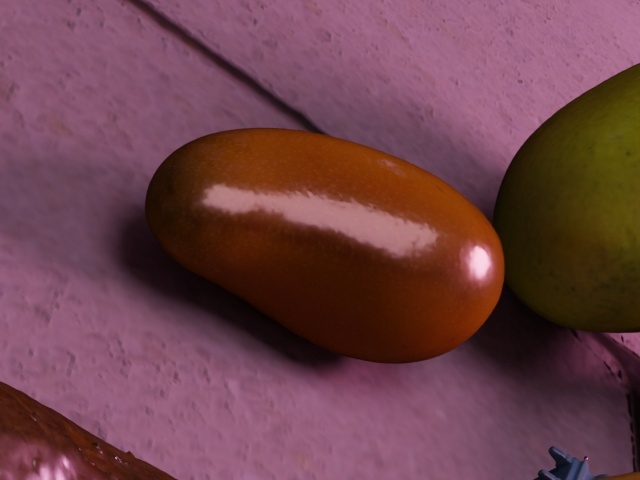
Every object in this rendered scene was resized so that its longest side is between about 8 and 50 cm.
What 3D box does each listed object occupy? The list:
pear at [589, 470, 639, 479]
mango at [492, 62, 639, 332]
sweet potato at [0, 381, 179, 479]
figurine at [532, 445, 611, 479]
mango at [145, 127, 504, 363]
[{"bbox_3d":[0.114,0.203,0.581,0.280,0.281,0.281,32,32,-23],"label":"pear"},{"bbox_3d":[0.191,-0.025,1.046,0.273,0.185,0.149,-17,89,-38],"label":"mango"},{"bbox_3d":[-0.096,0.112,0.626,0.286,0.085,0.112,35,63,-38],"label":"sweet potato"},{"bbox_3d":[0.124,0.161,0.848,0.140,0.068,0.075,52,26,-1],"label":"figurine"},{"bbox_3d":[0.000,0.000,0.875,0.184,0.085,0.102,14,45,-27],"label":"mango"}]
